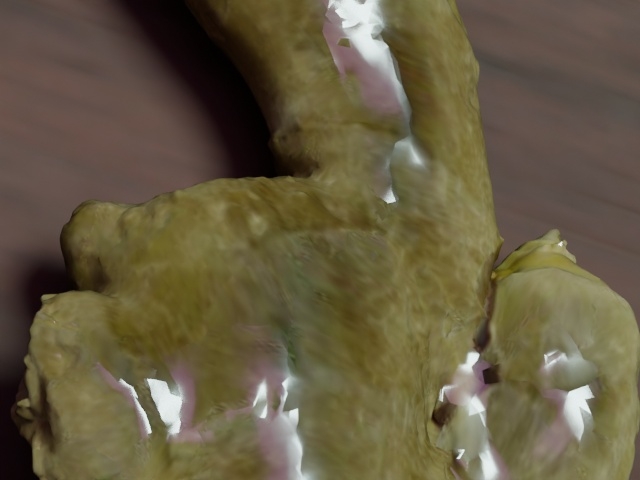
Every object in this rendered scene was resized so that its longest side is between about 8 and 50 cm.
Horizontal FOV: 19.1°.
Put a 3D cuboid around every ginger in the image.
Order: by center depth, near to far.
[{"bbox_3d":[-0.010,-0.004,0.388,0.133,0.059,0.214,-17,81,-25],"label":"ginger"}]
